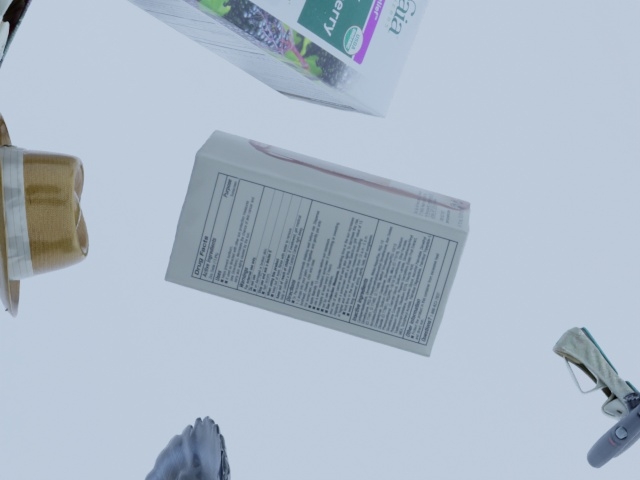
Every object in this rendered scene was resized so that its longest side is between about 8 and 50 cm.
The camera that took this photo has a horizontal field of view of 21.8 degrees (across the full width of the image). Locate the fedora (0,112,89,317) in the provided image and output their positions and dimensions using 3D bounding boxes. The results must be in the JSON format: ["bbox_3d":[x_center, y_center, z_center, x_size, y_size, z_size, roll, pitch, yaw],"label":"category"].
[{"bbox_3d":[-0.241,-0.025,1.423,0.194,0.079,0.194,176,90,-83],"label":"fedora"}]

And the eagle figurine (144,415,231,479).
[{"bbox_3d":[-0.111,0.296,1.324,0.225,0.226,0.298,35,-152,11],"label":"eagle figurine"}]

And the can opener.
[{"bbox_3d":[0.344,0.216,1.855,0.059,0.186,0.073,-16,-108,-27],"label":"can opener"}]

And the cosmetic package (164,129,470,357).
[{"bbox_3d":[0.000,0.000,1.777,0.296,0.153,0.129,17,-162,1],"label":"cosmetic package"}]

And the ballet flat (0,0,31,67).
[{"bbox_3d":[-0.289,-0.186,1.421,0.077,0.079,0.221,37,-142,-20],"label":"ballet flat"}]

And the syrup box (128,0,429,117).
[{"bbox_3d":[-0.042,-0.162,0.997,0.237,0.096,0.093,27,-98,-48],"label":"syrup box"}]

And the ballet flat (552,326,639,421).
[{"bbox_3d":[0.336,0.176,1.946,0.168,0.052,0.057,51,171,18],"label":"ballet flat"}]
